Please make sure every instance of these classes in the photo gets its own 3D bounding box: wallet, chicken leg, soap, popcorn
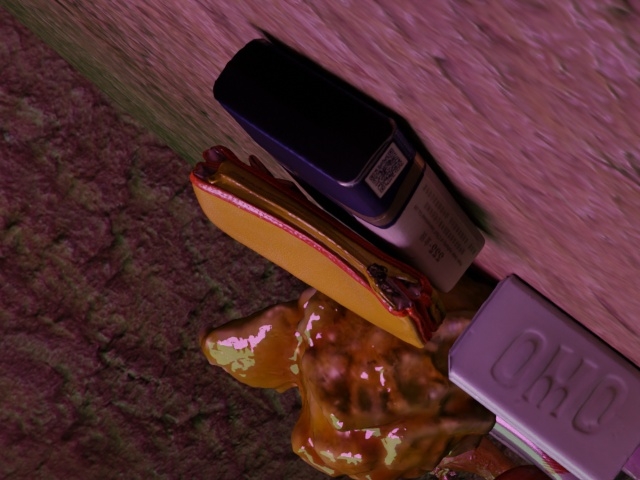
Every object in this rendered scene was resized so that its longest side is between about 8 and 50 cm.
[{"bbox_3d":[0.000,0.000,1.257,0.241,0.067,0.141,32,171,16],"label":"wallet"},{"bbox_3d":[0.225,0.319,2.045,0.208,0.101,0.085,27,-156,7],"label":"chicken leg"},{"bbox_3d":[0.228,0.139,1.403,0.198,0.119,0.066,37,174,4],"label":"soap"},{"bbox_3d":[0.062,0.107,1.582,0.321,0.325,0.290,-10,-163,-26],"label":"popcorn"}]

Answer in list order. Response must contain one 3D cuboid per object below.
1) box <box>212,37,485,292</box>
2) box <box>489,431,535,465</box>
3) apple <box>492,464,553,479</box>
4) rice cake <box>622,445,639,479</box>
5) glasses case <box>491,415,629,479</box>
[{"bbox_3d":[0.030,-0.059,1.211,0.168,0.071,0.259,36,177,31],"label":"box"},{"bbox_3d":[0.301,0.246,2.007,0.274,0.116,0.203,36,173,6],"label":"box"},{"bbox_3d":[0.284,0.371,1.909,0.146,0.131,0.146,50,174,8],"label":"apple"},{"bbox_3d":[0.403,0.270,1.767,0.365,0.072,0.056,40,178,-4],"label":"rice cake"},{"bbox_3d":[0.273,0.214,1.840,0.308,0.128,0.083,36,152,12],"label":"glasses case"}]
